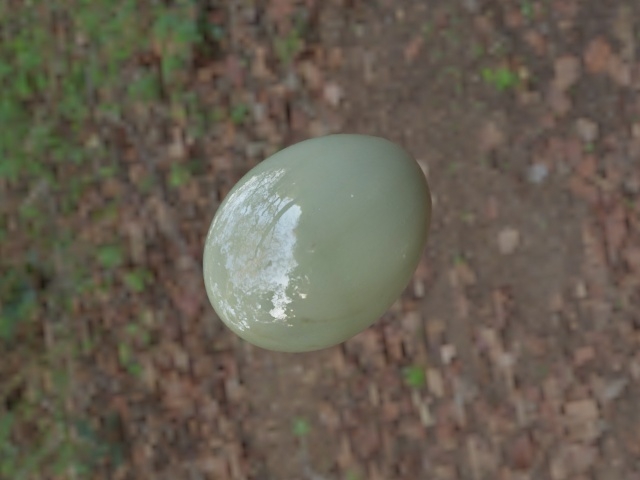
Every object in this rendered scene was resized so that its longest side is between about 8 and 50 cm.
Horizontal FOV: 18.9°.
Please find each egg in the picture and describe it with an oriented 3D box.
[{"bbox_3d":[0.000,0.000,1.812,0.186,0.241,0.186,48,162,21],"label":"egg"}]
